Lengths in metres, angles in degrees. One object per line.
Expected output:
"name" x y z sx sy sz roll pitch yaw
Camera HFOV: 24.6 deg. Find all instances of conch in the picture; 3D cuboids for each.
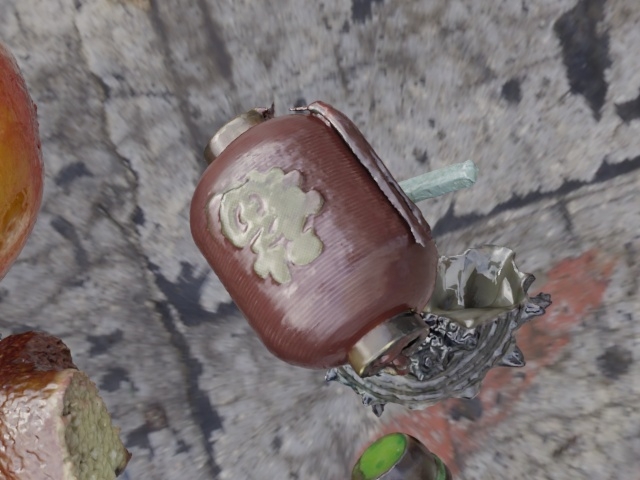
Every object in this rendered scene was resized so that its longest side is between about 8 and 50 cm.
"conch" 0.118 0.082 1.762 0.313 0.186 0.240 -4 74 16

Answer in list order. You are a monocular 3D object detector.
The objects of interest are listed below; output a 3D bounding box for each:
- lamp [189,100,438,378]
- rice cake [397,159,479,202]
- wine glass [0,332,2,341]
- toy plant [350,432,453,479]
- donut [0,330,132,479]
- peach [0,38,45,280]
"lamp" 0.000 0.000 1.228 0.180 0.180 0.258 -37 71 -2
"rice cake" 0.091 -0.046 1.328 0.121 0.021 0.022 -19 48 38
"wine glass" -0.408 0.208 1.782 0.079 0.079 0.195 20 90 3
"toy plant" 0.108 0.275 1.515 0.093 0.093 0.162 -41 113 -2
"donut" -0.232 0.155 1.189 0.144 0.186 0.126 -4 105 7
"peach" -0.452 -0.077 1.431 0.388 0.388 0.388 0 85 1
